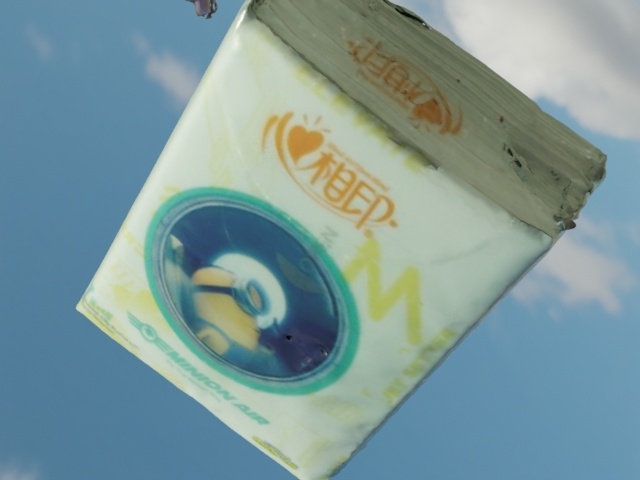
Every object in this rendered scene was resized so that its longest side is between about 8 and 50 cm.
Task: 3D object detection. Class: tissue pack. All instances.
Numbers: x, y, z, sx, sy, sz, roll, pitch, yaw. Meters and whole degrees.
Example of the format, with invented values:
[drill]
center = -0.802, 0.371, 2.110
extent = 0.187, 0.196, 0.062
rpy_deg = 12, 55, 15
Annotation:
[tissue pack]
center = 0.000, 0.000, 1.024
extent = 0.287, 0.388, 0.162
rpy_deg = 37, -136, 1

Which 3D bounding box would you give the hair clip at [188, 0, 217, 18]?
[hair clip]
center = -0.216, -0.493, 2.033
extent = 0.084, 0.106, 0.292
rpy_deg = -133, 27, -61
